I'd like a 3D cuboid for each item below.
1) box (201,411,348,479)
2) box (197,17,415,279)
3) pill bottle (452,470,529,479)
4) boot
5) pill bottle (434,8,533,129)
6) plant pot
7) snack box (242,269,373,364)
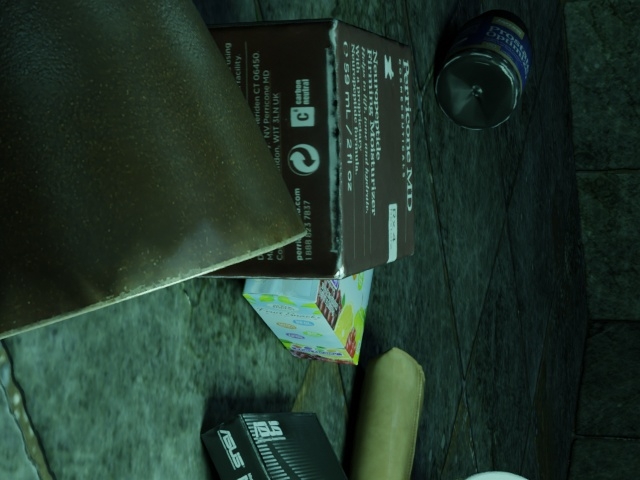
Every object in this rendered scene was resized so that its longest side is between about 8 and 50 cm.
[{"bbox_3d":[-0.010,0.231,1.048,0.184,0.045,0.191,66,14,15],"label":"box"},{"bbox_3d":[-0.036,-0.063,0.900,0.203,0.167,0.168,-13,101,-72],"label":"box"},{"bbox_3d":[0.168,0.349,1.394,0.283,0.160,0.160,103,-5,-66],"label":"pill bottle"},{"bbox_3d":[0.054,0.233,1.316,0.236,0.089,0.269,84,15,-59],"label":"boot"},{"bbox_3d":[0.244,-0.258,1.848,0.219,0.123,0.122,-62,147,-56],"label":"pill bottle"},{"bbox_3d":[-0.142,-0.080,0.567,0.215,0.215,0.230,-26,99,-70],"label":"plant pot"},{"bbox_3d":[0.000,0.000,1.125,0.207,0.070,0.174,64,34,-67],"label":"snack box"}]
